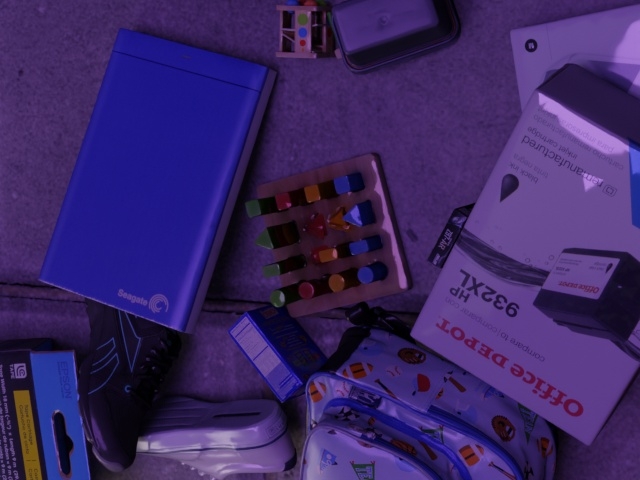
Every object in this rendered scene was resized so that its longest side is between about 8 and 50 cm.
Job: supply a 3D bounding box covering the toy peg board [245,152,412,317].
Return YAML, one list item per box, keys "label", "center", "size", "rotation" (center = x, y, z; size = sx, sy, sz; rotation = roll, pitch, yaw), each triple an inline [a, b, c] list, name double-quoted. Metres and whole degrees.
- label: "toy peg board"
  center: [0.000, 0.000, 1.776]
  size: [0.161, 0.079, 0.161]
  rotation: [-14, 91, 29]

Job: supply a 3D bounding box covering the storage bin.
- label: "storage bin"
  center: [0.073, -0.242, 1.672]
  size: [0.135, 0.091, 0.098]
  rotation: [-17, 89, 10]

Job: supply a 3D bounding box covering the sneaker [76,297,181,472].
- label: "sneaker"
  center: [-0.226, 0.142, 1.868]
  size: [0.106, 0.101, 0.267]
  rotation: [-8, 64, 13]

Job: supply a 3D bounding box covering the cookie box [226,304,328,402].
- label: "cookie box"
  center: [-0.045, 0.128, 1.812]
  size: [0.040, 0.092, 0.107]
  rotation: [-44, 76, 23]

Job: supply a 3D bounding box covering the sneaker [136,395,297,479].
- label: "sneaker"
  center: [-0.143, 0.247, 1.885]
  size: [0.258, 0.094, 0.091]
  rotation: [-3, 118, 38]

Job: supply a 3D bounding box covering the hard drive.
- label: "hard drive"
  center: [-0.194, -0.074, 1.842]
  size: [0.210, 0.040, 0.318]
  rotation: [18, 90, 25]

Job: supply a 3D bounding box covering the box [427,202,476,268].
- label: "box"
  center: [0.153, -0.007, 1.689]
  size: [0.018, 0.083, 0.067]
  rotation: [34, 111, 20]

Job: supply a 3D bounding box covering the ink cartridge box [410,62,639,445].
- label: "ink cartridge box"
  center: [0.260, 0.015, 1.575]
  size: [0.223, 0.129, 0.307]
  rotation: [32, 119, 12]

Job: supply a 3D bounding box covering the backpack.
- label: "backpack"
  center: [0.107, 0.242, 1.647]
  size: [0.263, 0.213, 0.276]
  rotation: [15, 129, 14]

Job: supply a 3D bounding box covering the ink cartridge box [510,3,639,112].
- label: "ink cartridge box"
  center: [0.317, -0.128, 1.605]
  size: [0.223, 0.045, 0.224]
  rotation: [-9, 93, 29]

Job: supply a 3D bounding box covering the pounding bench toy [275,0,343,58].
- label: "pounding bench toy"
  center: [-0.002, -0.238, 1.756]
  size: [0.083, 0.052, 0.065]
  rotation: [6, 100, 27]

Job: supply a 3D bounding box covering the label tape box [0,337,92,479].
- label: "label tape box"
  center: [-0.404, 0.253, 2.014]
  size: [0.334, 0.106, 0.240]
  rotation: [-5, 95, 28]
